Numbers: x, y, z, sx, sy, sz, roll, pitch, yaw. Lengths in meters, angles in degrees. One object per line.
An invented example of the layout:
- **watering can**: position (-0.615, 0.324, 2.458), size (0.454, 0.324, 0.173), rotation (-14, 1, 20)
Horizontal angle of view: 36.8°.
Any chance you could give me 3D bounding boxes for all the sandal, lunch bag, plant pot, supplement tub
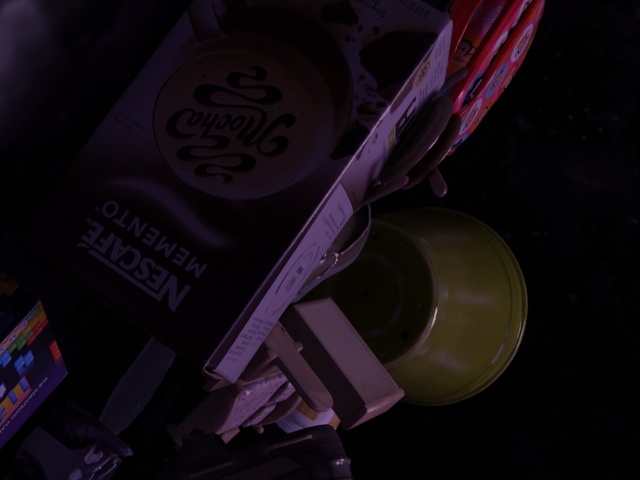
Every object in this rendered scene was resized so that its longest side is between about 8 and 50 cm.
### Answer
- **sandal**: position (-0.095, 0.021, 0.924), size (0.445, 0.107, 0.167), rotation (-61, 168, 19)
- **lunch bag**: position (0.225, -0.292, 1.426), size (0.293, 0.120, 0.258), rotation (-56, 165, -10)
- **plant pot**: position (0.130, 0.099, 1.618), size (0.366, 0.366, 0.353), rotation (-58, 157, 7)
- **supplement tub**: position (-0.001, 0.329, 2.085), size (0.199, 0.144, 0.144), rotation (-58, 169, 6)

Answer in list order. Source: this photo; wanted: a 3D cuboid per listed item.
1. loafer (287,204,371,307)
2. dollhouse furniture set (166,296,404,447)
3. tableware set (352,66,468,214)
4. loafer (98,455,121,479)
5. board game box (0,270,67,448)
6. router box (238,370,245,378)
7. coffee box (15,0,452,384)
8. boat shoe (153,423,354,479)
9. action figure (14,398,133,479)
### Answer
- **loafer**: position (0.000, 0.000, 1.305), size (0.251, 0.094, 0.087), rotation (-46, 169, -43)
- **dollhouse furniture set**: position (-0.083, 0.261, 1.327), size (0.355, 0.174, 0.303), rotation (-46, 161, 23)
- **tableware set**: position (0.060, -0.060, 0.816), size (0.128, 0.039, 0.194), rotation (-60, -163, -24)
- **loafer**: position (-0.293, 0.350, 1.053), size (0.267, 0.084, 0.096), rotation (-55, 168, -9)
- **board game box**: position (-0.256, 0.119, 0.666), size (0.170, 0.048, 0.141), rotation (-52, 166, -25)
- **router box**: position (-0.128, 0.245, 1.584), size (0.092, 0.038, 0.122), rotation (-48, 165, -40)
- **coffee box**: position (-0.054, -0.064, 0.709), size (0.297, 0.168, 0.119), rotation (-56, 169, -9)
- **boat shoe**: position (-0.132, 0.304, 1.185), size (0.132, 0.355, 0.130), rotation (82, -1, -64)
- **action figure**: position (-0.289, 0.263, 0.811), size (0.285, 0.099, 0.185), rotation (-49, 172, -23)
